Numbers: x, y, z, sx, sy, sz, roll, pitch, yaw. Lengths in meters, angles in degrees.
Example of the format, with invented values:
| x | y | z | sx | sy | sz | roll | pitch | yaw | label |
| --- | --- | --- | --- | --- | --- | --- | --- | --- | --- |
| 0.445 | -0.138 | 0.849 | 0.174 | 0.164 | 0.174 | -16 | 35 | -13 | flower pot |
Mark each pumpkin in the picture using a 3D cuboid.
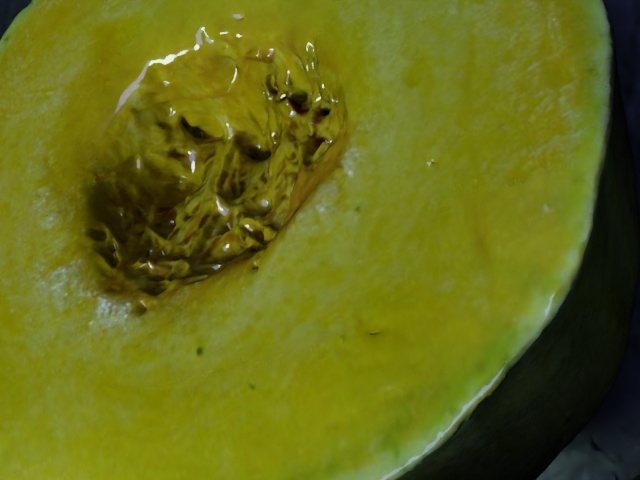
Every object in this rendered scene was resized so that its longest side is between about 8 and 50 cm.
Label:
| x | y | z | sx | sy | sz | roll | pitch | yaw | label |
| --- | --- | --- | --- | --- | --- | --- | --- | --- | --- |
| 0.000 | 0.000 | 0.546 | 0.332 | 0.199 | 0.332 | -16 | 58 | 27 | pumpkin |

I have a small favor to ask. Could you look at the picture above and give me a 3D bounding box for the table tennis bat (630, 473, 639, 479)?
| x | y | z | sx | sy | sz | roll | pitch | yaw | label |
| --- | --- | --- | --- | --- | --- | --- | --- | --- | --- |
| 0.248 | 0.178 | 0.555 | 0.246 | 0.022 | 0.138 | 2 | 88 | 25 | table tennis bat |
